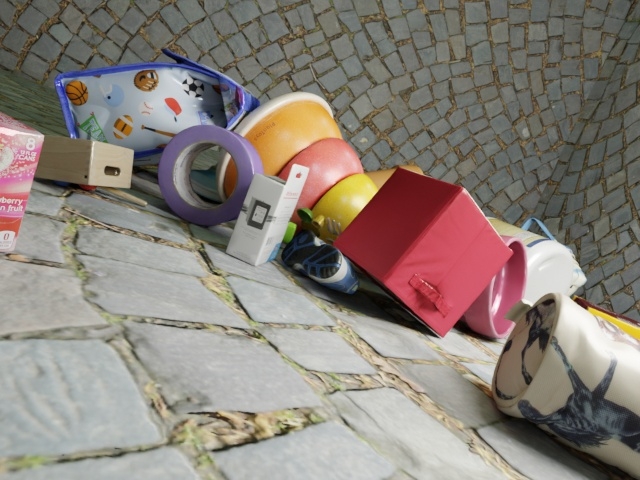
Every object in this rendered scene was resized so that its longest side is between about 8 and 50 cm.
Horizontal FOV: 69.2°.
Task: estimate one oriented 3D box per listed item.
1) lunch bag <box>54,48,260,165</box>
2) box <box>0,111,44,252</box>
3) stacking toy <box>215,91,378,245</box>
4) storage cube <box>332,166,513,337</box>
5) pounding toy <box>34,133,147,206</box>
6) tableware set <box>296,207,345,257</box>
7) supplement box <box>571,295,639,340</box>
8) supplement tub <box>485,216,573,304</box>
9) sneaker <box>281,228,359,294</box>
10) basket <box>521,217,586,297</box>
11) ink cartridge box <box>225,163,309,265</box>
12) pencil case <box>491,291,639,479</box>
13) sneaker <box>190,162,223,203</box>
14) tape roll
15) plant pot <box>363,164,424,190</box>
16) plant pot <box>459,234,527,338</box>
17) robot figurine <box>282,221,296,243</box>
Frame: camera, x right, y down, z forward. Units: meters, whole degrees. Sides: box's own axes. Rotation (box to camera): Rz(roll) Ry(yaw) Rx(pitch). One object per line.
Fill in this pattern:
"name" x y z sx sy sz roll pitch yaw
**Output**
"lunch bag" -0.345 -0.308 1.096 0.385 0.239 0.328 -7 13 1
"box" -0.393 -0.071 0.377 0.122 0.128 0.257 27 11 27
"stacking toy" 0.019 -0.074 1.069 0.480 0.350 0.350 47 19 22
"storage cube" 0.175 0.015 0.811 0.183 0.193 0.215 42 -3 -30
"pounding toy" -0.391 -0.118 0.804 0.130 0.100 0.141 9 5 11
"tableware set" 0.000 0.000 0.905 0.104 0.024 0.154 27 -28 26
"supplement box" 0.614 0.224 0.971 0.191 0.129 0.194 25 10 19
"supplement tub" 0.497 0.065 1.294 0.228 0.228 0.316 16 11 -32
"sneaker" -0.005 0.041 0.834 0.081 0.080 0.211 43 -3 -30
"basket" 0.655 0.095 1.453 0.201 0.255 0.289 17 29 -20
"ink cartridge box" -0.089 -0.054 0.801 0.060 0.180 0.104 24 9 11
"pencil case" 0.411 0.203 0.529 0.410 0.160 0.183 24 26 15
"sneaker" -0.235 -0.208 1.252 0.127 0.208 0.319 27 11 21
"tape roll" -0.211 -0.126 0.904 0.189 0.189 0.080 22 9 4
"plant pot" 0.180 -0.096 1.439 0.203 0.291 0.291 3 13 -9
"plant pot" 0.294 0.080 0.938 0.180 0.201 0.201 9 -1 39
"robot figurine" -0.110 -0.033 0.977 0.115 0.067 0.101 21 14 -5
